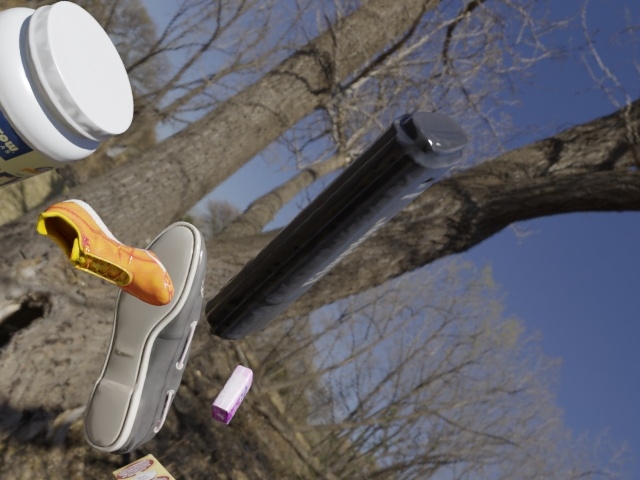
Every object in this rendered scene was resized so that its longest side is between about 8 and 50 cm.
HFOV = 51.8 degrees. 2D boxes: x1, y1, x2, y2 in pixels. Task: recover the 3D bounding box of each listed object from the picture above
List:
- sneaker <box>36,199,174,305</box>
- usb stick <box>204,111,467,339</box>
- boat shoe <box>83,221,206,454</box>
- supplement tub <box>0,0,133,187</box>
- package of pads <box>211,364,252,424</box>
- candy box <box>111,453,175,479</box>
[{"bbox_3d":[-0.244,0.024,0.744,0.175,0.067,0.064,34,-60,4],"label":"sneaker"},{"bbox_3d":[0.000,0.000,0.522,0.278,0.077,0.045,-43,-113,37],"label":"usb stick"},{"bbox_3d":[-0.236,0.138,0.943,0.112,0.335,0.095,17,-6,26],"label":"boat shoe"},{"bbox_3d":[-0.478,-0.205,0.993,0.235,0.325,0.235,-17,90,-76],"label":"supplement tub"},{"bbox_3d":[-0.139,0.242,1.038,0.032,0.083,0.050,23,-41,12],"label":"package of pads"},{"bbox_3d":[-0.255,0.519,1.135,0.317,0.088,0.182,10,-65,56],"label":"candy box"}]
